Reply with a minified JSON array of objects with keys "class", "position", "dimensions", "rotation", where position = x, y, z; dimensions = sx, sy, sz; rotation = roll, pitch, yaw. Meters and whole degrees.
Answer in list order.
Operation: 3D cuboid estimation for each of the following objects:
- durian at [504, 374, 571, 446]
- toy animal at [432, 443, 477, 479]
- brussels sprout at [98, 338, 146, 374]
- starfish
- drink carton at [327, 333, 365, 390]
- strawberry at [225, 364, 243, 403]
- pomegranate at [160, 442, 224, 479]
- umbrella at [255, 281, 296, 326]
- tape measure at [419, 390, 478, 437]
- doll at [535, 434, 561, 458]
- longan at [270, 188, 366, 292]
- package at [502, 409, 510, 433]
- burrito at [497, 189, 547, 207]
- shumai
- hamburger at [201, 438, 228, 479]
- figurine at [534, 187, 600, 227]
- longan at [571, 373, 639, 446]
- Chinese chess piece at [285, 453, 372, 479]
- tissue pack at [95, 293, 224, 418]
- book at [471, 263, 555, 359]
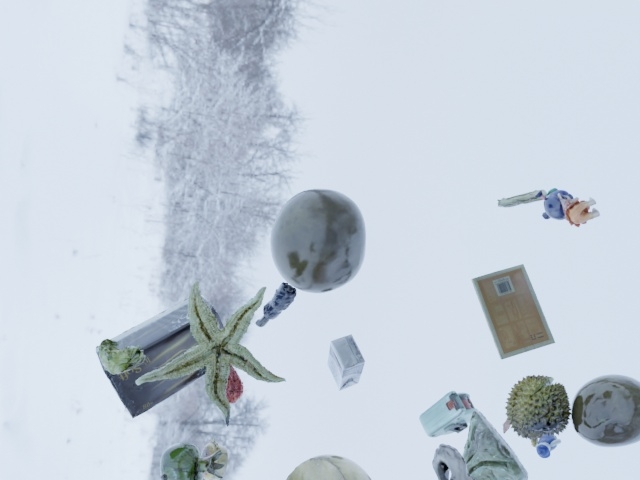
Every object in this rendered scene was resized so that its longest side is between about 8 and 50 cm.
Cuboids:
[{"class":"durian","position":[0.691,0.556,1.694],"dimensions":[0.138,0.193,0.237],"rotation":[-30,119,-76]},{"class":"toy animal","position":[0.305,0.687,1.275],"dimensions":[0.344,0.194,0.303],"rotation":[-66,-148,35]},{"class":"brussels sprout","position":[-0.362,0.212,0.977],"dimensions":[0.085,0.085,0.058],"rotation":[-127,-144,-73]},{"class":"starfish","position":[-0.223,0.255,1.262],"dimensions":[0.358,0.347,0.078],"rotation":[-48,-157,2]},{"class":"drink carton","position":[0.100,0.505,2.200],"dimensions":[0.222,0.101,0.134],"rotation":[97,-30,-51]},{"class":"strawberry","position":[-0.367,0.524,1.996],"dimensions":[0.188,0.121,0.082],"rotation":[57,-4,9]},{"class":"pomegranate","position":[-0.396,0.700,1.641],"dimensions":[0.131,0.191,0.152],"rotation":[-95,-178,-80]},{"class":"umbrella","position":[-0.145,0.218,1.729],"dimensions":[0.248,0.070,0.071],"rotation":[125,-28,-42]},{"class":"tape measure","position":[0.580,0.775,2.368],"dimensions":[0.243,0.246,0.125],"rotation":[-49,-134,31]},{"class":"doll","position":[0.771,0.701,1.828],"dimensions":[0.098,0.143,0.058],"rotation":[-28,-101,33]},{"class":"longan","position":[0.000,0.000,1.823],"dimensions":[0.361,0.360,0.361],"rotation":[-173,-90,-78]},{"class":"package","position":[0.651,0.600,1.832],"dimensions":[0.077,0.033,0.111],"rotation":[-80,-179,-70]},{"class":"burrito","position":[0.749,-0.152,1.987],"dimensions":[0.045,0.185,0.041],"rotation":[70,7,-62]},{"class":"shumai","position":[0.619,0.863,2.084],"dimensions":[0.304,0.263,0.309],"rotation":[50,4,28]},{"class":"hamburger","position":[-0.386,0.784,1.914],"dimensions":[0.126,0.081,0.141],"rotation":[-15,-122,57]},{"class":"figurine","position":[0.766,-0.109,1.677],"dimensions":[0.111,0.102,0.195],"rotation":[64,0,-17]},{"class":"longan","position":[0.893,0.525,1.638],"dimensions":[0.215,0.246,0.246],"rotation":[44,-48,40]},{"class":"Chinese chess piece","position":[0.019,0.797,1.544],"dimensions":[0.338,0.140,0.338],"rotation":[-28,-131,37]},{"class":"tissue pack","position":[-0.479,0.341,1.643],"dimensions":[0.198,0.370,0.210],"rotation":[29,-38,53]},{"class":"book","position":[0.555,0.203,1.545],"dimensions":[0.018,0.170,0.242],"rotation":[102,-27,-75]}]
